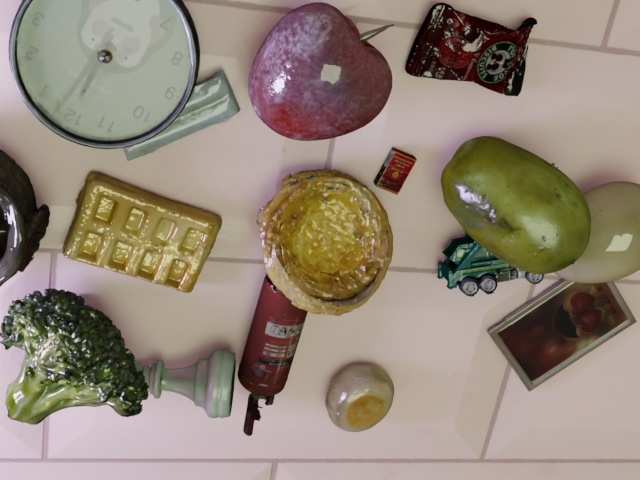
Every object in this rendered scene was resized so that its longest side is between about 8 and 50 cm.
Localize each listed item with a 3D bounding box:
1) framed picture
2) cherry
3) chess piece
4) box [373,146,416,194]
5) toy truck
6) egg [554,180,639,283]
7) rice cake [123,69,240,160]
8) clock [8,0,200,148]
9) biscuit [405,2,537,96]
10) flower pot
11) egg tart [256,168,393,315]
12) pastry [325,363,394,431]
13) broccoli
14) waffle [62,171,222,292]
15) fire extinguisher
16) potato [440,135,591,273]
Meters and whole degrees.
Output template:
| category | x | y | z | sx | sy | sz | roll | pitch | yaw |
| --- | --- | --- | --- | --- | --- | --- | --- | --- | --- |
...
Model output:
| category | x | y | z | sx | sy | sz | roll | pitch | yaw |
| --- | --- | --- | --- | --- | --- | --- | --- | --- | --- |
| framed picture | 0.537 | 0.188 | 2.070 | 0.289 | 0.020 | 0.211 | -34 | 118 | 7 |
| cherry | 0.007 | -0.288 | 1.599 | 0.285 | 0.213 | 0.236 | -31 | 111 | 15 |
| chess piece | -0.310 | 0.281 | 1.880 | 0.271 | 0.139 | 0.139 | 5 | 116 | -3 |
| box | 0.145 | -0.135 | 1.814 | 0.051 | 0.023 | 0.082 | 21 | 110 | -20 |
| toy truck | 0.350 | 0.034 | 1.902 | 0.216 | 0.110 | 0.116 | -9 | 107 | -8 |
| egg | 0.573 | -0.012 | 1.879 | 0.253 | 0.188 | 0.188 | -30 | 119 | 14 |
| rice cake | -0.259 | -0.222 | 1.669 | 0.226 | 0.040 | 0.085 | -24 | 119 | 1 |
| clock | -0.361 | -0.309 | 1.566 | 0.318 | 0.066 | 0.319 | -3 | 110 | -8 |
| biscuit | 0.288 | -0.351 | 1.714 | 0.235 | 0.063 | 0.151 | 5 | 127 | -20 |
| flower pot | -0.620 | -0.026 | 1.592 | 0.301 | 0.213 | 0.302 | -5 | 117 | -10 |
| egg tart | 0.000 | 0.000 | 1.789 | 0.290 | 0.107 | 0.291 | 0 | 89 | -17 |
| pastry | 0.088 | 0.342 | 2.009 | 0.156 | 0.092 | 0.156 | -8 | 125 | -12 |
| broccoli | -0.479 | 0.238 | 1.758 | 0.245 | 0.248 | 0.288 | -37 | 75 | 15 |
| waffle | -0.333 | -0.009 | 1.752 | 0.274 | 0.057 | 0.168 | 19 | 110 | -20 |
| fire extinguisher | -0.103 | 0.234 | 1.877 | 0.106 | 0.147 | 0.337 | 14 | 112 | -5 |
| potato | 0.372 | -0.066 | 1.777 | 0.304 | 0.216 | 0.216 | 30 | 110 | 9 |
